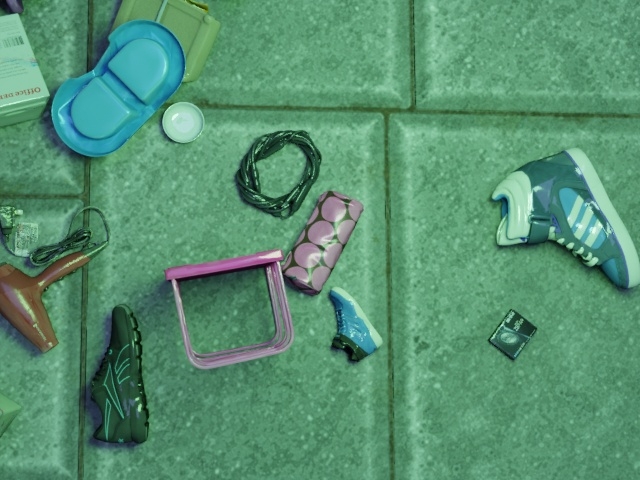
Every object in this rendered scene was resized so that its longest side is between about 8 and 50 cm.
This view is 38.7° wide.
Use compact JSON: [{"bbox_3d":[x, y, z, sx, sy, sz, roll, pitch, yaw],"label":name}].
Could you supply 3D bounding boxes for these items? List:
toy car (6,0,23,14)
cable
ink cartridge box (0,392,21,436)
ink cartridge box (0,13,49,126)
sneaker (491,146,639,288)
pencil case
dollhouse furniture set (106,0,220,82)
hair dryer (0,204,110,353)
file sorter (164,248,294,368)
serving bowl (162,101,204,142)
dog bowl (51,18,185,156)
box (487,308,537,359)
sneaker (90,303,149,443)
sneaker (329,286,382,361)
[{"bbox_3d":[-0.624,-0.507,1.784,0.182,0.159,0.136,-11,119,-8],"label":"toy car"},{"bbox_3d":[-0.082,-0.145,1.847,0.151,0.047,0.184,28,83,2],"label":"cable"},{"bbox_3d":[-0.652,0.348,1.559,0.119,0.353,0.207,35,81,-2],"label":"ink cartridge box"},{"bbox_3d":[-0.615,-0.318,1.743,0.128,0.127,0.176,-19,85,-28],"label":"ink cartridge box"},{"bbox_3d":[0.483,-0.009,1.862,0.236,0.130,0.322,-26,92,1],"label":"sneaker"},{"bbox_3d":[0.000,0.000,1.814,0.098,0.095,0.209,27,78,13],"label":"pencil case"},{"bbox_3d":[-0.271,-0.493,1.850,0.198,0.151,0.301,29,110,4],"label":"dollhouse furniture set"},{"bbox_3d":[-0.528,0.069,1.746,0.224,0.080,0.293,5,83,-7],"label":"hair dryer"},{"bbox_3d":[-0.165,0.128,1.679,0.202,0.291,0.182,-10,88,-8],"label":"file sorter"},{"bbox_3d":[-0.276,-0.236,1.838,0.083,0.027,0.083,1,84,-7],"label":"serving bowl"},{"bbox_3d":[-0.384,-0.293,1.778,0.297,0.074,0.166,-45,91,5],"label":"dog bowl"},{"bbox_3d":[0.394,0.193,1.871,0.067,0.018,0.083,39,81,-1],"label":"box"},{"bbox_3d":[-0.387,0.255,1.731,0.106,0.101,0.267,-5,84,-5],"label":"sneaker"},{"bbox_3d":[0.048,0.171,1.812,0.085,0.058,0.152,-37,95,-18],"label":"sneaker"}]
